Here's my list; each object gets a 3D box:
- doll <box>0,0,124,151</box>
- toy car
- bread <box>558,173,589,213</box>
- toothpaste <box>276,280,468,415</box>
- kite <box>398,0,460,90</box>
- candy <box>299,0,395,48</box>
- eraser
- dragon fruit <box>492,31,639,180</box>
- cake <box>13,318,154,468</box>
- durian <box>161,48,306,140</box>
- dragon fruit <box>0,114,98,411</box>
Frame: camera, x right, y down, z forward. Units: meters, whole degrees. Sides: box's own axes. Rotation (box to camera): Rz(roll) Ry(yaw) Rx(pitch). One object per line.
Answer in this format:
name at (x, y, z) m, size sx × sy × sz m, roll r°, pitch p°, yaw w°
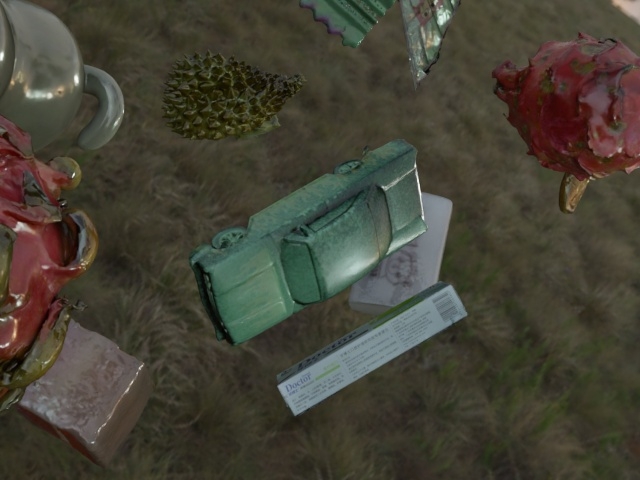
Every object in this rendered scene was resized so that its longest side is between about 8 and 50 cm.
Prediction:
doll at (-0.428, -0.219, 0.982) m, size 0.226 × 0.214 × 0.370 m, roll 4°, pitch -1°, yaw 17°
toy car at (0.000, 0.000, 0.974) m, size 0.321 × 0.141 × 0.097 m, roll -31°, pitch 38°, yaw -23°
bread at (0.414, -0.094, 1.303) m, size 0.024 × 0.110 × 0.110 m, roll 27°, pitch 18°, yaw 28°
toothpaste at (0.084, 0.180, 1.362) m, size 0.067 × 0.337 × 0.081 m, roll 61°, pitch -3°, yaw -3°
kite at (0.126, -0.292, 0.717) m, size 0.013 × 0.322 × 0.268 m, roll 34°, pitch 19°, yaw 37°
candy at (0.076, -0.459, 0.964) m, size 0.263 × 0.398 × 0.172 m, roll 36°, pitch 10°, yaw -18°
eraser at (0.173, 0.030, 1.714) m, size 0.174 × 0.270 × 0.095 m, roll 9°, pitch -23°, yaw 14°
dragon fruit at (0.375, -0.199, 1.181) m, size 0.268 × 0.205 × 0.210 m, roll 26°, pitch 21°, yaw 37°
cake at (-0.533, 0.346, 1.814) m, size 0.237 × 0.309 × 0.230 m, roll 26°, pitch 67°, yaw 6°
durian at (-0.181, -0.269, 1.547) m, size 0.166 × 0.306 × 0.172 m, roll 14°, pitch 72°, yaw -71°
dragon fruit at (-0.331, 0.024, 0.704) m, size 0.250 × 0.291 × 0.269 m, roll 13°, pitch -28°, yaw 53°
